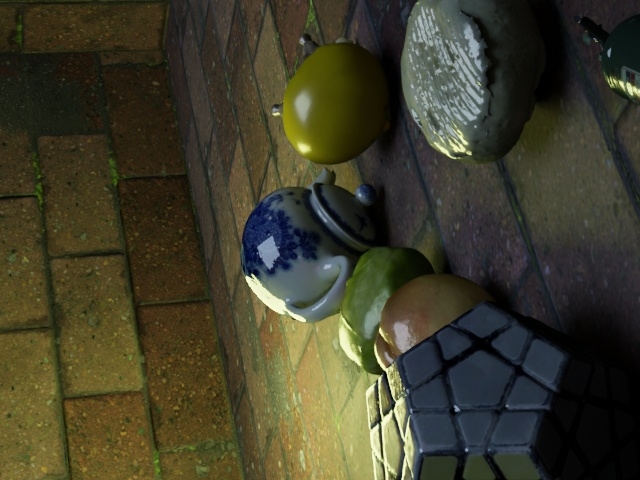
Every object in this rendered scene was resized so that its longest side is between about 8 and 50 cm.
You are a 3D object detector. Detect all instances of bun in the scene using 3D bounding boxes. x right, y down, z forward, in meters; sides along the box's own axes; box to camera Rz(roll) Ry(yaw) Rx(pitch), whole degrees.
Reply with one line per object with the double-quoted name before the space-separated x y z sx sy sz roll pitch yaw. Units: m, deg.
"bun" 0.200 -0.215 1.467 0.239 0.141 0.239 171 90 -70

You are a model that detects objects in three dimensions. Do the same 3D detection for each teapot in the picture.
"teapot" 0.000 0.000 2.082 0.280 0.252 0.424 -44 25 20

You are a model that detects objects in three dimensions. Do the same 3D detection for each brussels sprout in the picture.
"brussels sprout" 0.109 0.108 1.815 0.223 0.161 0.223 174 90 -66

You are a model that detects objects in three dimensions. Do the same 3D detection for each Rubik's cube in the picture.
"Rubik's cube" 0.206 0.220 1.327 0.264 0.319 0.319 54 155 12

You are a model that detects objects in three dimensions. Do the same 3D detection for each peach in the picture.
"peach" 0.164 0.136 1.616 0.184 0.184 0.184 176 90 -74

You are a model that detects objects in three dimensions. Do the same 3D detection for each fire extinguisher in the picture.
"fire extinguisher" 0.337 -0.159 1.096 0.093 0.118 0.294 -54 26 8

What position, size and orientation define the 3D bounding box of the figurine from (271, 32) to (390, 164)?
"figurine" 0.013 -0.257 2.058 0.343 0.187 0.215 -122 44 -71
